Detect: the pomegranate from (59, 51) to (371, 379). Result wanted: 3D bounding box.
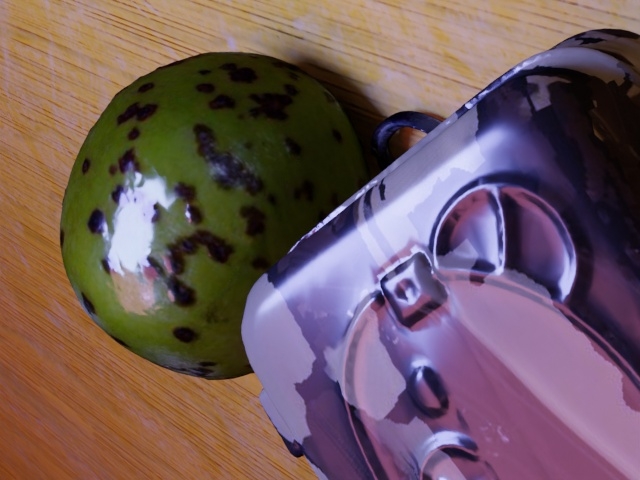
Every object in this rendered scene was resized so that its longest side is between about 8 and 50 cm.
[{"bbox_3d":[-0.032,-0.010,1.185,0.286,0.231,0.231,13,141,19],"label":"pomegranate"}]

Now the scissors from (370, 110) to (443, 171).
[{"bbox_3d":[0.123,-0.038,1.046,0.109,0.022,0.300,57,158,-15],"label":"scissors"}]

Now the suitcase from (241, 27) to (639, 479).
[{"bbox_3d":[0.169,0.077,0.855,0.339,0.194,0.351,-40,78,36],"label":"suitcase"}]
